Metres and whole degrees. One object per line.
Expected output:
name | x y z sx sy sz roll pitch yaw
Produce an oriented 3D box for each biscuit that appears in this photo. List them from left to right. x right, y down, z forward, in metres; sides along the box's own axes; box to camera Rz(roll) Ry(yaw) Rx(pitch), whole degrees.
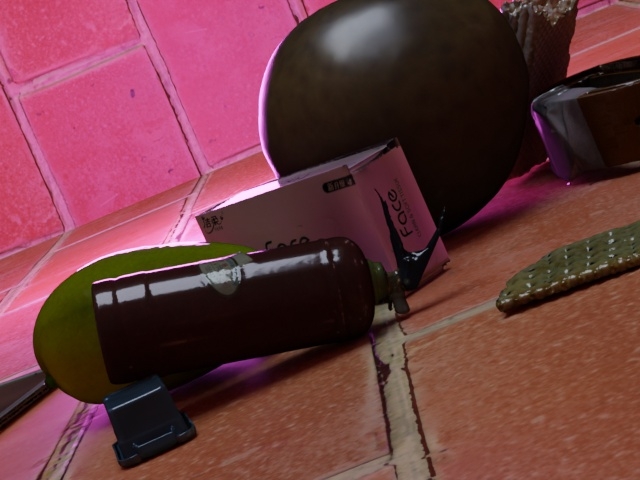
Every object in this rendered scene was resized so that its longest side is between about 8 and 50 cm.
biscuit | 0.252 -0.193 2.063 0.062 0.238 0.108 25 33 30
biscuit | 0.254 0.010 1.500 0.203 0.016 0.144 -20 9 12

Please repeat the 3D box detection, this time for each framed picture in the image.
framed picture | -0.419 0.213 1.992 0.217 0.017 0.274 -19 10 25

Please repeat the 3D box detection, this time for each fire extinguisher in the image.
fire extinguisher | -0.041 0.039 1.604 0.344 0.138 0.102 -12 -4 -5

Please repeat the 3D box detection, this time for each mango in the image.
mango | -0.168 0.080 1.734 0.273 0.149 0.185 -15 9 19

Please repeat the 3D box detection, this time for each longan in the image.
longan | 0.087 -0.148 1.935 0.319 0.318 0.319 -22 9 4

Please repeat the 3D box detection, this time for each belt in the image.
belt | 0.342 -0.145 1.937 0.184 0.105 0.261 -23 11 -15

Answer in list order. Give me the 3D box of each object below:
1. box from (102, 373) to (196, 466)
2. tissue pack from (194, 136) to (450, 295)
box | -0.158 0.158 1.527 0.074 0.054 0.099 -22 8 -9
tissue pack | 0.000 0.000 1.793 0.246 0.148 0.092 -17 11 45
